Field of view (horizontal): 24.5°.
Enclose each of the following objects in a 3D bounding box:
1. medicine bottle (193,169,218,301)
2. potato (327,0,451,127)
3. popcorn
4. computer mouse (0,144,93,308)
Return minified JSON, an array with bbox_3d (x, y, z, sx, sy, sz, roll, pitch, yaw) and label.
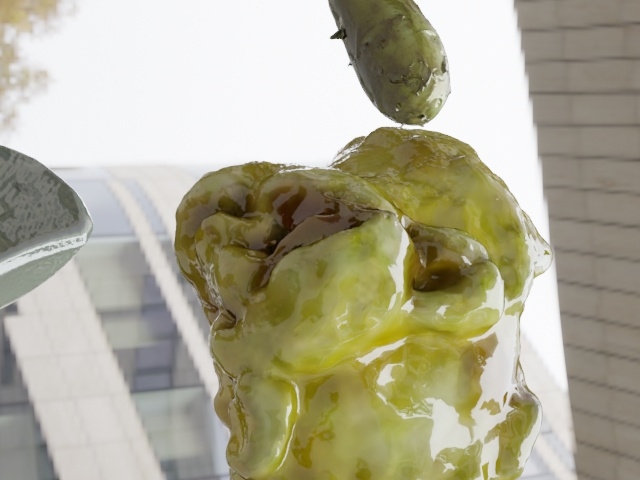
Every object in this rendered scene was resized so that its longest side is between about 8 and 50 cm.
[{"bbox_3d":[0.000,0.000,1.139,0.107,0.191,0.107,180,-90,-72],"label":"medicine bottle"},{"bbox_3d":[0.067,-0.219,1.581,0.225,0.090,0.117,64,-34,22],"label":"potato"},{"bbox_3d":[0.011,0.040,0.754,0.226,0.203,0.200,-63,-158,-5],"label":"popcorn"},{"bbox_3d":[-0.193,0.004,0.786,0.089,0.182,0.056,35,-66,8],"label":"computer mouse"}]
